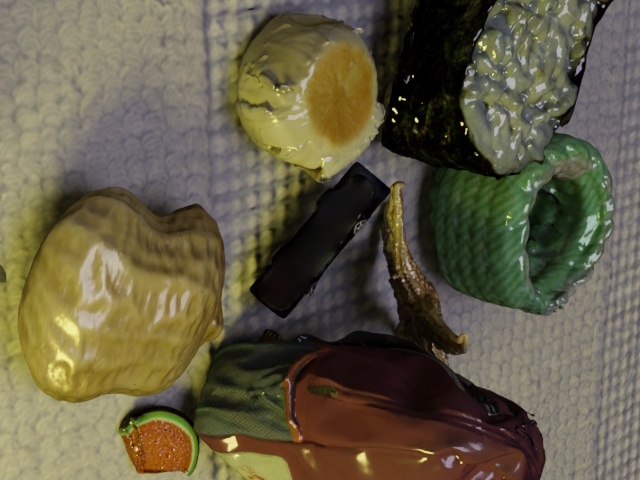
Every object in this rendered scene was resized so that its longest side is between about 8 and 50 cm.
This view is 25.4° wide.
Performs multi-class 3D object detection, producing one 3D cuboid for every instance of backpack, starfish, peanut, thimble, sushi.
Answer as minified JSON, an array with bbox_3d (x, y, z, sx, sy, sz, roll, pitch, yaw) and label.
[{"bbox_3d":[0.068,0.197,1.429,0.283,0.317,0.197,41,54,-45],"label":"backpack"},{"bbox_3d":[0.099,0.051,1.508,0.048,0.295,0.231,-16,93,-6],"label":"starfish"},{"bbox_3d":[-0.170,0.052,1.289,0.233,0.110,0.197,8,97,-45],"label":"peanut"},{"bbox_3d":[0.229,-0.025,1.649,0.219,0.150,0.219,-16,113,-43],"label":"thimble"},{"bbox_3d":[0.190,-0.238,1.527,0.211,0.171,0.350,24,85,-45],"label":"sushi"}]

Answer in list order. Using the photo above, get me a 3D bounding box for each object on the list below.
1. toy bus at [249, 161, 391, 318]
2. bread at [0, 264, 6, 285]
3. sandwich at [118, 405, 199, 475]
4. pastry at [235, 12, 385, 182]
[{"bbox_3d":[0.000,0.000,1.447,0.172,0.057,0.072,-50,179,1],"label":"toy bus"},{"bbox_3d":[-0.384,-0.016,1.039,0.266,0.142,0.178,8,60,-50],"label":"bread"},{"bbox_3d":[-0.160,0.197,1.408,0.101,0.026,0.069,11,99,-44],"label":"sandwich"},{"bbox_3d":[-0.009,-0.147,1.408,0.166,0.088,0.166,-17,115,-41],"label":"pastry"}]
